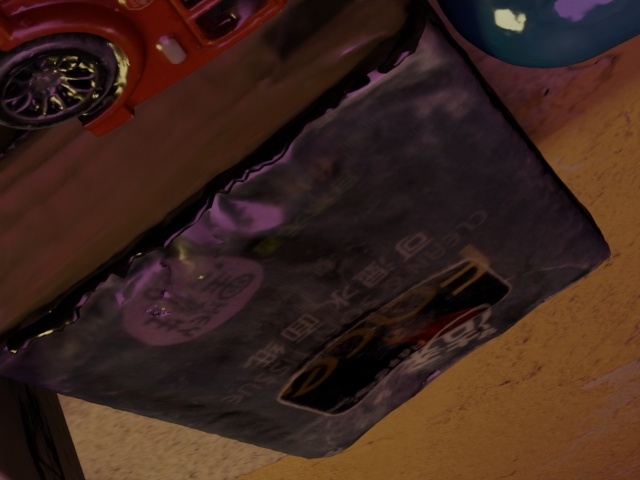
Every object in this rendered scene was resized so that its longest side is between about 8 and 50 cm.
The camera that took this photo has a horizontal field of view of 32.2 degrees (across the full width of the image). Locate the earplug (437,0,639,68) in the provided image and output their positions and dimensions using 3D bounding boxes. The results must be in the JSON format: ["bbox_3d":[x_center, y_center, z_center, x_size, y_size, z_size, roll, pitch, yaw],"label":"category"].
[{"bbox_3d":[0.167,-0.167,0.453,0.273,0.132,0.132,-30,154,17],"label":"earplug"}]

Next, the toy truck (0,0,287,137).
[{"bbox_3d":[-0.097,-0.133,0.292,0.114,0.107,0.252,-28,156,3],"label":"toy truck"}]

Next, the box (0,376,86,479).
[{"bbox_3d":[-0.187,0.100,0.599,0.067,0.149,0.233,-25,155,-8],"label":"box"}]

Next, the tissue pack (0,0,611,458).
[{"bbox_3d":[0.000,0.000,0.617,0.259,0.122,0.361,-35,151,12],"label":"tissue pack"}]
